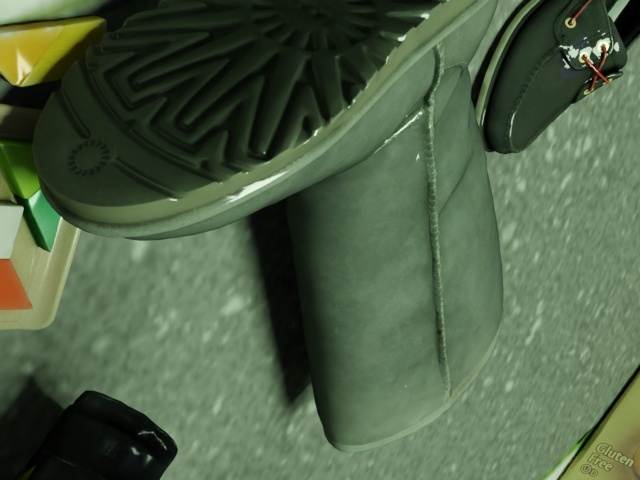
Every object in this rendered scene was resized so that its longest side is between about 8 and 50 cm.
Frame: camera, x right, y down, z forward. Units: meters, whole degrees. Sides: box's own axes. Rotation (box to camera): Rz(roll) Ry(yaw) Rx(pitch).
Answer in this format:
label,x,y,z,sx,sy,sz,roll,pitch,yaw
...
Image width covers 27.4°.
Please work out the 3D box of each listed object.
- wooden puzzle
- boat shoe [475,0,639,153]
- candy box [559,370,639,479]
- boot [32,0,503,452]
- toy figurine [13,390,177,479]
label,x,y,z,sx,sy,sz,roll,pitch,yaw
wooden puzzle,-0.093,-0.006,0.362,0.078,0.014,0.116,-6,115,-52
boat shoe,0.113,-0.088,0.572,0.133,0.042,0.049,-50,146,-19
candy box,0.308,0.107,0.831,0.316,0.183,0.088,-47,143,-25
boot,0.001,0.002,0.448,0.189,0.076,0.209,-32,148,-26
toy figurine,-0.018,0.165,0.394,0.148,0.209,0.213,-62,148,-27
